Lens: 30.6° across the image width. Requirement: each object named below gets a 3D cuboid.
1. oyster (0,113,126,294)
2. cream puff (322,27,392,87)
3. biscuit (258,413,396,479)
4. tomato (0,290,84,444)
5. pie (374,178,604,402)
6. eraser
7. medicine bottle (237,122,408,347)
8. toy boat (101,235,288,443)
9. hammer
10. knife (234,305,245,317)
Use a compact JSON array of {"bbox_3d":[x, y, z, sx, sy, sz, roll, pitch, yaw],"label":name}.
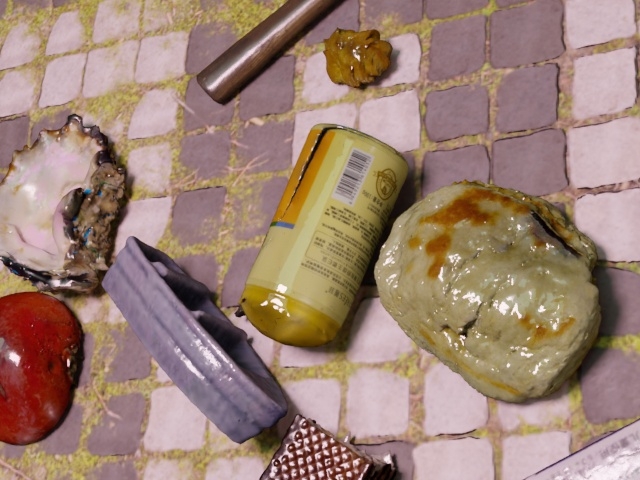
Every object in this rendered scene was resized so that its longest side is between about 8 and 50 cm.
[{"bbox_3d":[-0.331,-0.040,1.483,0.198,0.092,0.259,-37,44,8],"label":"oyster"},{"bbox_3d":[0.041,-0.218,1.380,0.083,0.058,0.083,-38,57,10],"label":"cream puff"},{"bbox_3d":[-0.027,0.300,1.169,0.106,0.070,0.252,26,81,33],"label":"biscuit"},{"bbox_3d":[-0.383,0.144,1.413,0.173,0.099,0.189,-3,68,25],"label":"tomato"},{"bbox_3d":[0.172,0.035,1.174,0.248,0.090,0.201,38,85,32],"label":"pie"},{"bbox_3d":[0.273,0.208,1.018,0.210,0.124,0.068,-30,56,12],"label":"eraser"},{"bbox_3d":[0.000,0.000,1.265,0.124,0.124,0.239,18,78,33],"label":"medicine bottle"},{"bbox_3d":[-0.134,0.109,1.279,0.078,0.127,0.283,-45,57,3],"label":"toy boat"},{"bbox_3d":[0.025,-0.326,1.450,0.440,0.044,0.168,-39,54,8],"label":"hammer"},{"bbox_3d":[-0.029,-0.002,1.339,0.045,0.021,0.222,22,75,33],"label":"knife"}]
